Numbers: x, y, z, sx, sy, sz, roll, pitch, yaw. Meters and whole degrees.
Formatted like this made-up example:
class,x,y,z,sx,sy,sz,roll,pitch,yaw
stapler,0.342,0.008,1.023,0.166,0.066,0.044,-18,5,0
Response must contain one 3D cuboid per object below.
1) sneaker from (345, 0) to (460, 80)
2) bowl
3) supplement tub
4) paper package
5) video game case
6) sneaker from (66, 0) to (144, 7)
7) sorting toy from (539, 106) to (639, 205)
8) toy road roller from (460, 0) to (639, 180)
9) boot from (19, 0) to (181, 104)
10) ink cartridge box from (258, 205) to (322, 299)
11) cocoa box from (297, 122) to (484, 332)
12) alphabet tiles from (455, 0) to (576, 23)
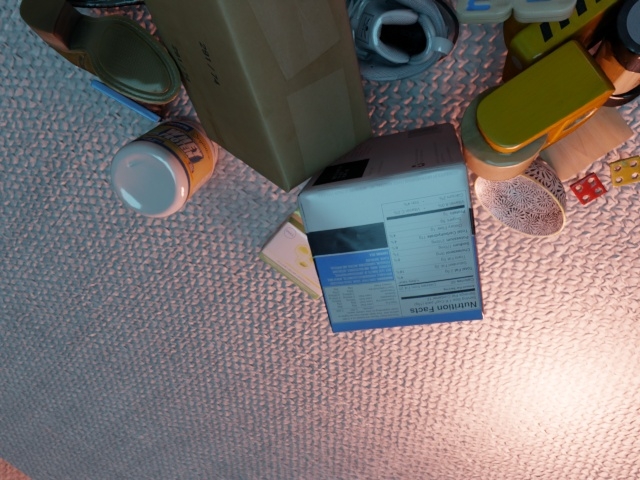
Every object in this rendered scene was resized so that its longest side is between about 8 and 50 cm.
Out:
class,x,y,z,sx,sy,sz,roll,pitch,yaw
sneaker,0.039,-0.350,0.728,0.365,0.210,0.138,17,121,3
bowl,0.375,-0.092,0.860,0.170,0.170,0.080,44,75,-13
supplement tub,-0.291,-0.147,0.920,0.144,0.200,0.145,5,120,9
paper package,-0.100,-0.280,0.682,0.168,0.309,0.325,-36,134,-17
video game case,-0.353,-0.256,0.886,0.119,0.166,0.015,29,94,-21
sneaker,-0.319,-0.472,0.797,0.329,0.122,0.147,-5,118,4
sorting toy,0.442,-0.189,0.827,0.274,0.046,0.132,45,118,-13
toy road roller,0.319,-0.266,0.692,0.329,0.202,0.241,-35,78,13
boot,-0.340,-0.299,0.830,0.283,0.220,0.109,24,90,3
ink cartridge box,0.000,0.000,1.026,0.171,0.056,0.235,38,121,-10
cocoa box,0.129,-0.038,0.793,0.231,0.347,0.228,-8,110,15
alphabet tiles,0.276,-0.400,0.624,0.277,0.285,0.021,10,162,26
